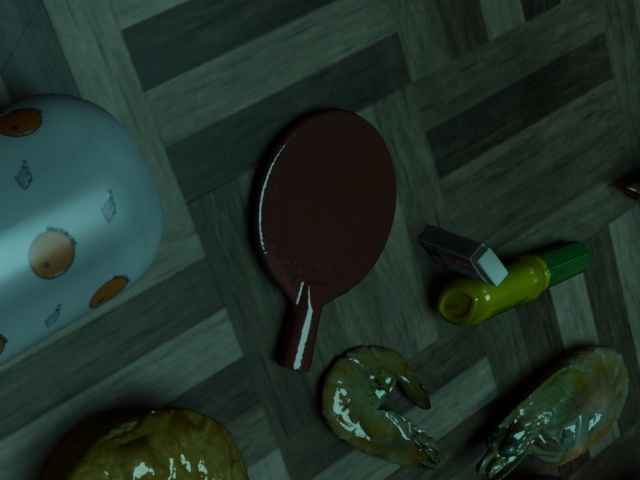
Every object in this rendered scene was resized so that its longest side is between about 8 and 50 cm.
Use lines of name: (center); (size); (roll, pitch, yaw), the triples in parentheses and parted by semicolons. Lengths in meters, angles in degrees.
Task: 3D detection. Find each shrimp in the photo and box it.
shrimp: (0.330, 0.261, 1.615); (0.317, 0.077, 0.168); (-29, 118, -30)
shrimp: (0.091, 0.216, 1.462); (0.236, 0.053, 0.133); (34, 61, -32)

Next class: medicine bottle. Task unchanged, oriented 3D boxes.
medicine bottle: (0.264, 0.052, 1.516); (0.260, 0.095, 0.064); (-16, 82, -39)

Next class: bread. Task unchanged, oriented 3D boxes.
bread: (-0.196, 0.247, 1.213); (0.229, 0.143, 0.139); (-13, 97, -36)

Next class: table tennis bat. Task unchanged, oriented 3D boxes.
table tennis bat: (0.000, 0.000, 1.346); (0.200, 0.038, 0.310); (10, 94, -36)

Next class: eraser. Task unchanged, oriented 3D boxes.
eraser: (0.175, 0.019, 1.421); (0.029, 0.122, 0.052); (-49, 122, -12)

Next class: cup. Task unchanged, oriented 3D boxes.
cup: (-0.309, 0.009, 1.026); (0.317, 0.212, 0.212); (-30, 116, -27)

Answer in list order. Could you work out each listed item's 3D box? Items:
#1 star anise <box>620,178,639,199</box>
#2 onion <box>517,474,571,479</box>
star anise: (0.549, -0.056, 1.662); (0.237, 0.148, 0.346); (-22, 117, -6)
onion: (0.300, 0.419, 1.570); (0.207, 0.200, 0.200); (-47, 123, -6)
